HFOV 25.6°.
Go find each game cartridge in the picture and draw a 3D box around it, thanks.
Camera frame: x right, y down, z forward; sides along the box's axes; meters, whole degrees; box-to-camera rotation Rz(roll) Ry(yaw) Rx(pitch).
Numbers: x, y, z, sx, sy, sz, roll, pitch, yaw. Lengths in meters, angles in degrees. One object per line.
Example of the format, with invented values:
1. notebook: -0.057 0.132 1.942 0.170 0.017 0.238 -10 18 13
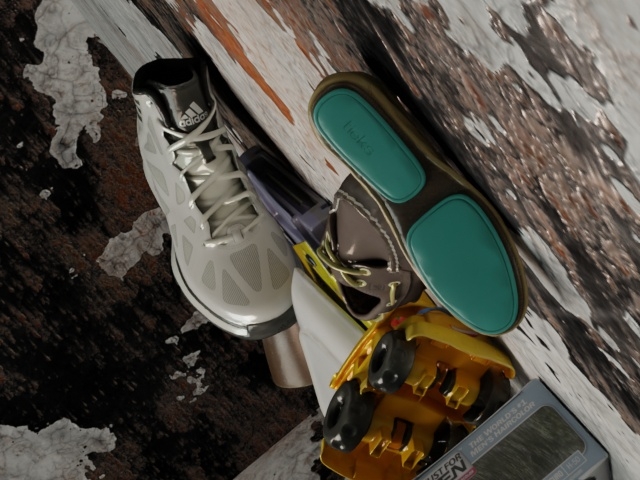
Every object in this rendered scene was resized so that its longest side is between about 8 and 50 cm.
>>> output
1. game cartridge: 0.000 0.000 2.074 0.230 0.068 0.355 58 173 -26

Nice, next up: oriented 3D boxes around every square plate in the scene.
1. square plate: 0.080 0.244 1.835 0.347 0.049 0.344 45 160 37

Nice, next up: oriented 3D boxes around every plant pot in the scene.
1. plant pot: -0.040 0.140 2.814 0.230 0.215 0.215 67 170 -18

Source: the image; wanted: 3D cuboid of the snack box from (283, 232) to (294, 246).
1. snack box: -0.049 0.032 2.979 0.064 0.022 0.178 56 173 -38

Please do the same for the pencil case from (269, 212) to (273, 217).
1. pencil case: -0.109 -0.011 2.196 0.086 0.088 0.206 49 -175 -48

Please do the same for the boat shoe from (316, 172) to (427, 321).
1. boat shoe: 0.052 0.009 1.380 0.116 0.097 0.324 49 175 14

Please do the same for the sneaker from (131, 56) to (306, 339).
1. sneaker: -0.168 -0.080 1.940 0.447 0.169 0.257 58 170 37

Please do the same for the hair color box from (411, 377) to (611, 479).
1. hair color box: 0.216 0.297 1.544 0.113 0.185 0.374 49 175 26

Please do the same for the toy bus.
1. toy bus: 0.103 0.139 1.562 0.149 0.220 0.211 23 -146 -16

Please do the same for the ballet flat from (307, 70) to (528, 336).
1. ballet flat: 0.082 -0.035 1.050 0.232 0.080 0.073 54 -157 -7

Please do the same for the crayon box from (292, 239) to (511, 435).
1. crayon box: 0.097 0.105 1.786 0.318 0.081 0.202 50 174 -3
